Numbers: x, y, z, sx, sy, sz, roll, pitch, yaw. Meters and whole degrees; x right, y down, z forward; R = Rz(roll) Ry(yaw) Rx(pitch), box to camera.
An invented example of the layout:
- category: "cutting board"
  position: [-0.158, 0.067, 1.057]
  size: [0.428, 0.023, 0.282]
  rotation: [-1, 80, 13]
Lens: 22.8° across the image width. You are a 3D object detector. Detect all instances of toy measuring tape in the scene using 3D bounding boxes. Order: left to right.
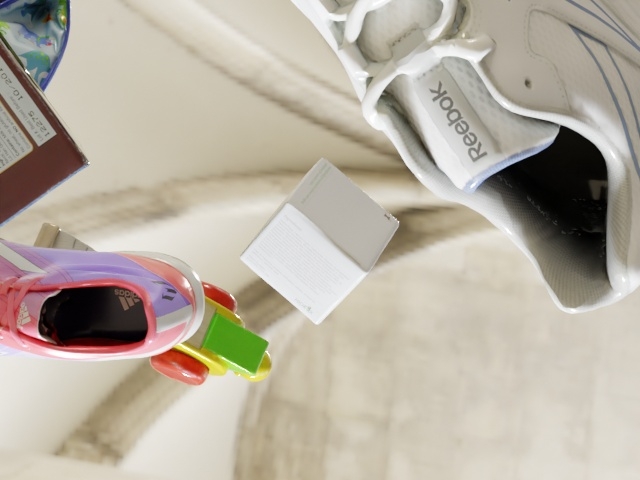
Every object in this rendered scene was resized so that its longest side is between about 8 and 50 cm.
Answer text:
- category: "toy measuring tape"
  position: [-0.194, 0.076, 1.775]
  size: [0.330, 0.121, 0.121]
  rotation: [31, -119, -26]

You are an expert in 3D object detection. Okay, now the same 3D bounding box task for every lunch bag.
- category: "lunch bag"
  position: [-0.269, -0.142, 1.317]
  size: [0.129, 0.096, 0.151]
  rotation: [-32, 24, 55]

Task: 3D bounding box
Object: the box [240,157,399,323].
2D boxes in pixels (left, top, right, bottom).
- category: "box"
  position: [0.000, 0.000, 1.479]
  size: [0.087, 0.102, 0.101]
  rotation: [-46, 4, 35]

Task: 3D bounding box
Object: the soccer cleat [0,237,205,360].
- category: "soccer cleat"
  position: [-0.264, 0.054, 1.361]
  size: [0.116, 0.318, 0.109]
  rotation: [-36, -53, -78]

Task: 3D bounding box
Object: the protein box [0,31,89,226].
- category: "protein box"
  position: [-0.258, -0.045, 0.939]
  size: [0.136, 0.201, 0.200]
  rotation: [55, 176, -9]

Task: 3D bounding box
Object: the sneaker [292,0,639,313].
- category: "sneaker"
  position: [0.044, -0.094, 0.565]
  size: [0.297, 0.111, 0.129]
  rotation: [41, -142, -23]
